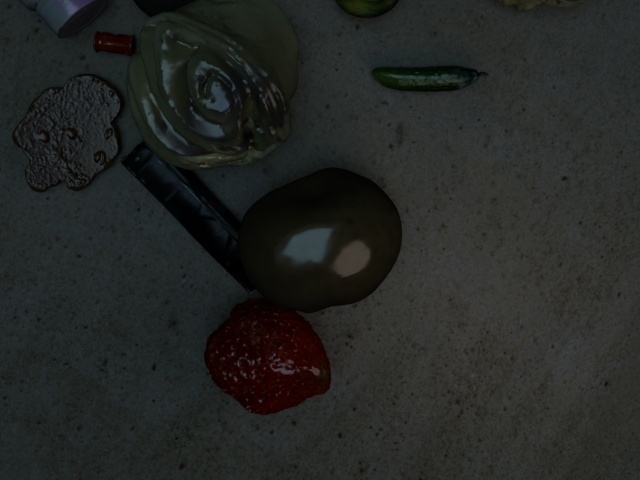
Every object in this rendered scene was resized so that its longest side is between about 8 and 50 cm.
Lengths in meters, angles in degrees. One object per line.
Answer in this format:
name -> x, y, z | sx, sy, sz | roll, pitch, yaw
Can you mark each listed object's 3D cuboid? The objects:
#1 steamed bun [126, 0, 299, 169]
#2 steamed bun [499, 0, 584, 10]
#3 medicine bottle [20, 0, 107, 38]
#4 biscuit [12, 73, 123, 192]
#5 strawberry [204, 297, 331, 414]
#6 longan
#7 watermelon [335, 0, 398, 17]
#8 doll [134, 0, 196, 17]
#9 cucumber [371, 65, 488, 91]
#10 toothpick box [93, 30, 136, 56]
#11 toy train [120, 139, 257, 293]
steamed bun -> -0.197, -0.288, 1.435 | 0.352, 0.247, 0.339 | -17, 125, -8
steamed bun -> 0.452, -0.593, 1.432 | 0.289, 0.203, 0.276 | 34, 99, -6
medicine bottle -> -0.561, -0.546, 1.459 | 0.152, 0.152, 0.254 | -39, 100, 7
biscuit -> -0.539, -0.225, 1.577 | 0.208, 0.041, 0.290 | 39, 99, -7
strawberry -> -0.095, 0.255, 1.558 | 0.277, 0.257, 0.257 | 17, 104, 39
longan -> 0.000, 0.000, 1.506 | 0.350, 0.288, 0.288 | -16, 101, -18
watermelon -> 0.116, -0.524, 1.477 | 0.188, 0.140, 0.140 | -2, 101, -3
doll -> -0.279, -0.652, 1.398 | 0.379, 0.252, 0.382 | -37, 93, 6
cucumber -> 0.234, -0.346, 1.554 | 0.250, 0.056, 0.056 | 0, 101, 2
toothpick box -> -0.436, -0.416, 1.538 | 0.083, 0.047, 0.047 | 7, 101, -1
toy train -> -0.254, -0.057, 1.589 | 0.086, 0.089, 0.409 | -41, 100, 17
